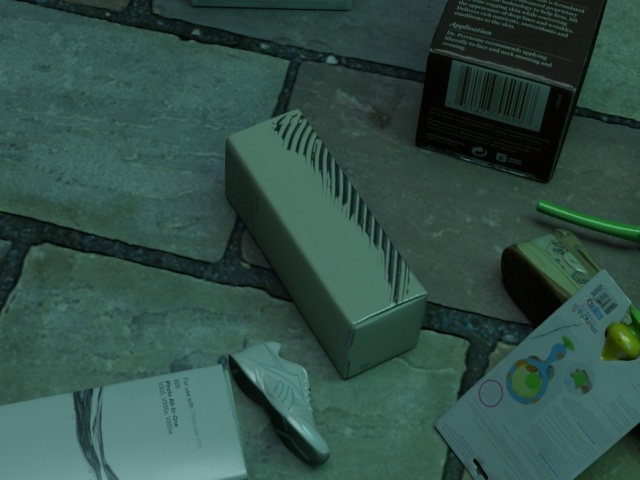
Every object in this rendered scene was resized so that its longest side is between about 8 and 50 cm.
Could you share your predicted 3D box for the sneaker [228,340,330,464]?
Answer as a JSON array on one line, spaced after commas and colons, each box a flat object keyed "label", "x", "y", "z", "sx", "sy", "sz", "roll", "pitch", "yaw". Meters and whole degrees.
[{"label": "sneaker", "x": -0.030, "y": 0.157, "z": 1.443, "sx": 0.061, "sy": 0.054, "sz": 0.152, "roll": -27, "pitch": 60, "yaw": -23}]

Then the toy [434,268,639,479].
[{"label": "toy", "x": 0.239, "y": 0.157, "z": 1.402, "sx": 0.056, "sy": 0.237, "sz": 0.137, "roll": 10, "pitch": 39, "yaw": -53}]

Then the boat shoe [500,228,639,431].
[{"label": "boat shoe", "x": 0.303, "y": 0.090, "z": 1.474, "sx": 0.089, "sy": 0.104, "sz": 0.285, "roll": -26, "pitch": 57, "yaw": -23}]

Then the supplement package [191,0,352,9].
[{"label": "supplement package", "x": -0.058, "y": -0.433, "z": 1.796, "sx": 0.204, "sy": 0.145, "sz": 0.262, "roll": 1, "pitch": 56, "yaw": -2}]

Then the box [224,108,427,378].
[{"label": "box", "x": 0.000, "y": 0.000, "z": 1.520, "sx": 0.094, "sy": 0.113, "sz": 0.275, "roll": -23, "pitch": 61, "yaw": -19}]

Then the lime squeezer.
[{"label": "lime squeezer", "x": 0.400, "y": -0.026, "z": 1.579, "sx": 0.310, "sy": 0.059, "sz": 0.110, "roll": -10, "pitch": 73, "yaw": -8}]

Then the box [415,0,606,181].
[{"label": "box", "x": 0.220, "y": -0.209, "z": 1.639, "sx": 0.168, "sy": 0.167, "sz": 0.203, "roll": 17, "pitch": 56, "yaw": 10}]

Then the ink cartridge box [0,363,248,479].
[{"label": "ink cartridge box", "x": -0.211, "y": 0.233, "z": 1.285, "sx": 0.289, "sy": 0.211, "sz": 0.121, "roll": -10, "pitch": 56, "yaw": -9}]
